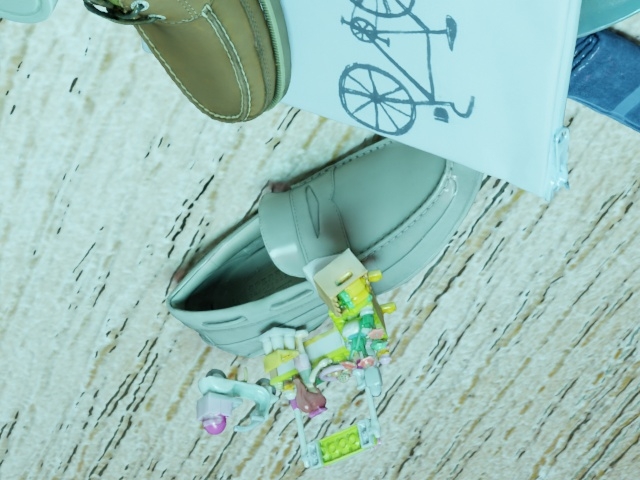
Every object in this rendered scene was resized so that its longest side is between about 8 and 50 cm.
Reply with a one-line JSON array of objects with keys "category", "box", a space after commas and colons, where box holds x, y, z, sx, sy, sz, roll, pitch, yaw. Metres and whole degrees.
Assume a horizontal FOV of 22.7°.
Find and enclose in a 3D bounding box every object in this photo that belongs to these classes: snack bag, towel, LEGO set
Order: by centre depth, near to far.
[{"category": "snack bag", "box": [0.017, -0.193, 1.006, 0.343, 0.037, 0.323, 21, 143, 19]}, {"category": "towel", "box": [0.242, -0.124, 1.264, 0.119, 0.029, 0.067, 22, 131, -31]}, {"category": "LEGO set", "box": [0.008, 0.110, 1.294, 0.132, 0.107, 0.287, 1, 155, -27]}]

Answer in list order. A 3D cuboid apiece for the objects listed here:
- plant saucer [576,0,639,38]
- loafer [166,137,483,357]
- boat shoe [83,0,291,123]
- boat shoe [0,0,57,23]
[{"category": "plant saucer", "box": [0.150, -0.249, 1.067, 0.318, 0.043, 0.317, -9, 146, -6]}, {"category": "loafer", "box": [0.000, 0.000, 1.311, 0.111, 0.112, 0.319, 18, 135, -40]}, {"category": "boat shoe", "box": [-0.118, -0.183, 1.005, 0.111, 0.104, 0.307, 4, 135, 36]}, {"category": "boat shoe", "box": [-0.237, -0.265, 0.973, 0.114, 0.091, 0.302, 9, 148, 24]}]
